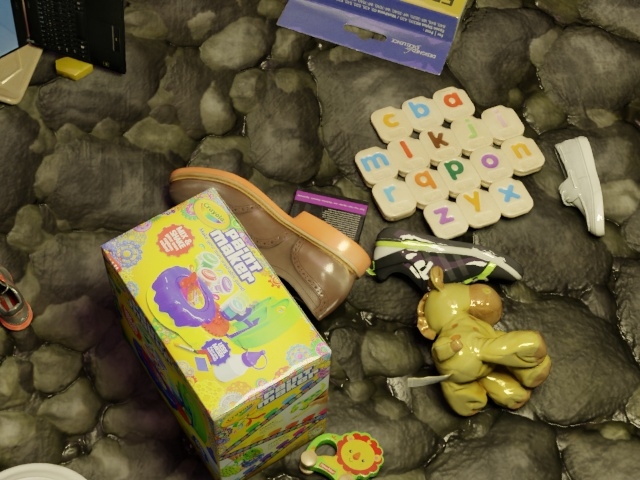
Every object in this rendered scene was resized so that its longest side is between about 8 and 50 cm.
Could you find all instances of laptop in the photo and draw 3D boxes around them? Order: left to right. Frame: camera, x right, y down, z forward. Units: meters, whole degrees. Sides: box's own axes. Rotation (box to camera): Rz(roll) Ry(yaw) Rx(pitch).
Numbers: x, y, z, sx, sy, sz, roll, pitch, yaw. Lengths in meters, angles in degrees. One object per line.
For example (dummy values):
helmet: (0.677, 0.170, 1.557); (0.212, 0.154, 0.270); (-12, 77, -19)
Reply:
laptop: (-0.450, -0.315, 1.922); (0.264, 0.234, 0.136); (18, 64, 1)

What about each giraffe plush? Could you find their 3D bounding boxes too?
giraffe plush: (0.209, 0.133, 1.759); (0.210, 0.181, 0.170); (6, 46, -18)

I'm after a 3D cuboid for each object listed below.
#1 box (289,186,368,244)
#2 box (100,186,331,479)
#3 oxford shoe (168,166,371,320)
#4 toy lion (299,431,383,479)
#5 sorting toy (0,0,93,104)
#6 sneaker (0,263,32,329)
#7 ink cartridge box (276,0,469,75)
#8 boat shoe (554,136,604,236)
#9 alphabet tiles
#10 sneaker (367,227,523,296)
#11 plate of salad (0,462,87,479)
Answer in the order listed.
box: (0.000, 0.000, 1.901); (0.116, 0.029, 0.162); (13, 59, 7)
box: (-0.137, 0.138, 1.672); (0.177, 0.279, 0.290); (-29, 64, -17)
oxford shoe: (-0.107, -0.001, 1.826); (0.364, 0.130, 0.133); (26, 74, 32)
toy lion: (0.034, 0.303, 1.728); (0.100, 0.034, 0.096); (30, 56, 15)
sorting toy: (-0.522, -0.327, 2.073); (0.307, 0.041, 0.229); (17, 63, 0)
sneaker: (-0.481, 0.061, 1.828); (0.061, 0.065, 0.158); (-40, 69, -22)
ink cartridge box: (0.117, -0.462, 2.153); (0.303, 0.072, 0.307); (18, 59, 9)
boat shoe: (0.407, -0.084, 1.947); (0.063, 0.066, 0.184); (-11, 62, 8)
alphabet tiles: (0.207, -0.126, 1.979); (0.284, 0.021, 0.278); (-19, 57, -13)
sneaker: (0.185, 0.049, 1.866); (0.235, 0.084, 0.097); (12, 84, 6)
plate of salad: (-0.386, 0.390, 1.652); (0.200, 0.048, 0.200); (2, 49, -3)
